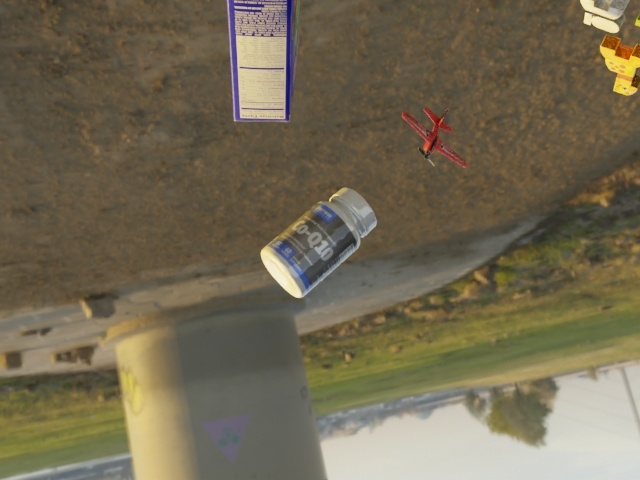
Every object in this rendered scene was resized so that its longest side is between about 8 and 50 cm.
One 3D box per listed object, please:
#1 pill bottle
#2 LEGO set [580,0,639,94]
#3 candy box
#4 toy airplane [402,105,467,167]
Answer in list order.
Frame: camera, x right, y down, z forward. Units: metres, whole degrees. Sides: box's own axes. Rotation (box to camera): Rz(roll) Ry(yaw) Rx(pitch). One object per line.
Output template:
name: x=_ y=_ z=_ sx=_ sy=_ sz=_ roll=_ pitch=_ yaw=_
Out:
pill bottle: x=0.000 y=0.000 z=0.937 sx=0.137 sy=0.078 sz=0.078 roll=-41 pitch=175 yaw=-17
LEGO set: x=0.419 y=-0.224 z=0.946 sx=0.227 sy=0.087 sz=0.093 roll=28 pitch=170 yaw=21
candy box: x=-0.101 y=-0.424 z=1.411 sx=0.122 sy=0.268 sz=0.317 roll=4 pitch=144 yaw=-1
toy airplane: x=0.200 y=-0.189 z=1.325 sx=0.151 sy=0.151 sz=0.028 roll=-2 pitch=155 yaw=-37
